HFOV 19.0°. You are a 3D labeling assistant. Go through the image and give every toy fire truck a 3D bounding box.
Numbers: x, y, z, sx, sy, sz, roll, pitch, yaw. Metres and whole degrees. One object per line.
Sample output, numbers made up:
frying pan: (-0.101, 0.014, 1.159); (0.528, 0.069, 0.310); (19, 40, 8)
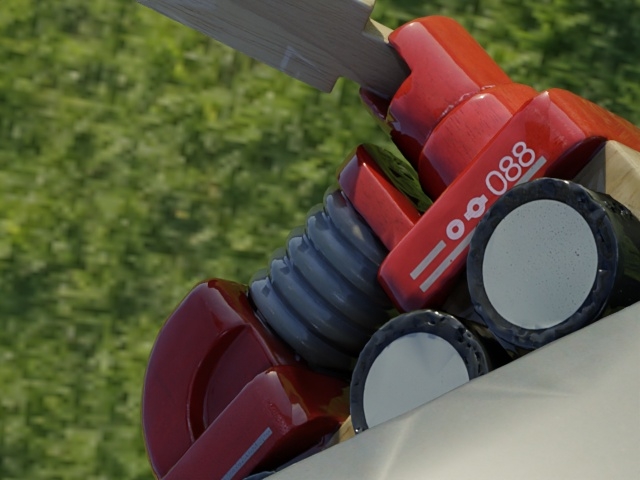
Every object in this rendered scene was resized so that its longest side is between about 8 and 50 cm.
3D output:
toy fire truck: (0.000, 0.000, 0.713); (0.217, 0.158, 0.246); (-49, 55, 18)

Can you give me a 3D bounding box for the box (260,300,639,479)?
box: (0.073, 0.212, 0.540); (0.179, 0.343, 0.312); (41, 147, 47)
